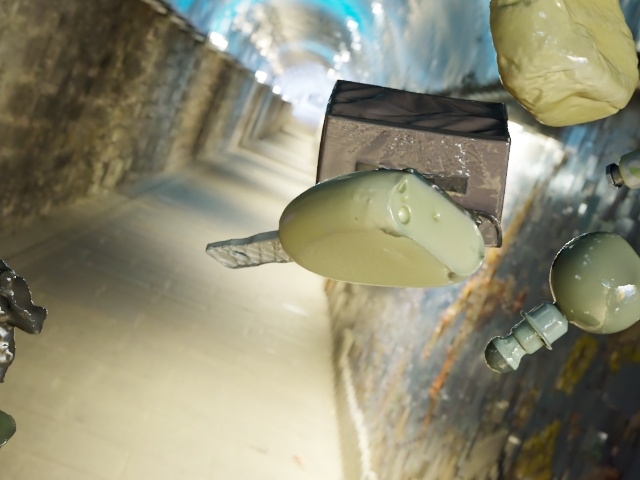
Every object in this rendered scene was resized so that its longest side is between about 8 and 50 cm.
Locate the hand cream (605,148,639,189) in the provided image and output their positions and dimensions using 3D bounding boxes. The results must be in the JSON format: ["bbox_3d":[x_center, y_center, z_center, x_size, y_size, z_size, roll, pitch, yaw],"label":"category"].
[{"bbox_3d":[0.215,-0.051,0.692,0.102,0.022,0.035,-17,-50,39],"label":"hand cream"}]

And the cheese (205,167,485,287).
[{"bbox_3d":[0.000,0.000,0.919,0.251,0.054,0.127,-10,-34,45],"label":"cheese"}]

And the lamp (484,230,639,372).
[{"bbox_3d":[0.214,0.062,1.048,0.091,0.163,0.091,52,8,-10],"label":"lamp"}]

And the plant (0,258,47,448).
[{"bbox_3d":[-0.246,0.053,0.696,0.142,0.131,0.203,35,0,-33],"label":"plant"}]

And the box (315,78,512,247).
[{"bbox_3d":[0.122,-0.106,1.557,0.252,0.153,0.188,9,22,2],"label":"box"}]

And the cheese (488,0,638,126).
[{"bbox_3d":[0.273,-0.246,1.342,0.117,0.214,0.226,-15,-25,32],"label":"cheese"}]
